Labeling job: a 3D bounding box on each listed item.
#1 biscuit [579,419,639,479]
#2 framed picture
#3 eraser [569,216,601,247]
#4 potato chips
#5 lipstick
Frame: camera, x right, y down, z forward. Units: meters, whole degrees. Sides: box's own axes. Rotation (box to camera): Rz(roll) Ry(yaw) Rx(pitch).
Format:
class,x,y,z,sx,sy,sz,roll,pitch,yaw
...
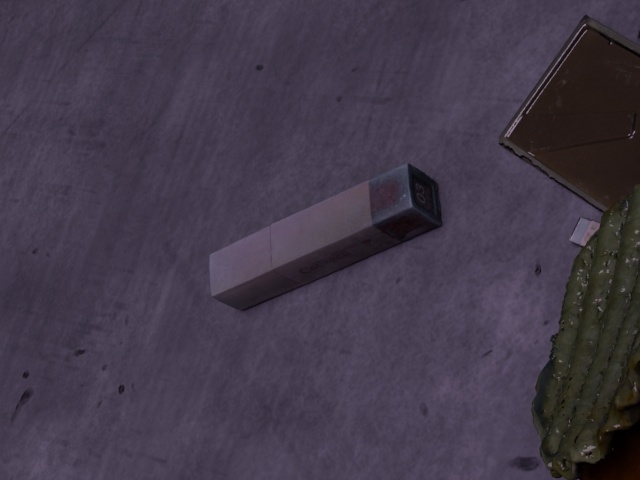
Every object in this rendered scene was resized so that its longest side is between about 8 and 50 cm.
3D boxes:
class,x,y,z,sx,sy,sz,roll,pitch,yaw
biscuit,0.473,0.155,1.688,0.395,0.166,0.343,-59,24,0
framed picture,0.382,-0.155,2.093,0.213,0.016,0.289,-55,44,6
eraser,0.358,-0.001,2.034,0.083,0.019,0.038,24,88,46
potato chips,0.348,0.065,1.779,0.358,0.070,0.429,-49,13,55
lipstick,0.000,0.000,2.313,0.371,0.076,0.079,-25,55,31
